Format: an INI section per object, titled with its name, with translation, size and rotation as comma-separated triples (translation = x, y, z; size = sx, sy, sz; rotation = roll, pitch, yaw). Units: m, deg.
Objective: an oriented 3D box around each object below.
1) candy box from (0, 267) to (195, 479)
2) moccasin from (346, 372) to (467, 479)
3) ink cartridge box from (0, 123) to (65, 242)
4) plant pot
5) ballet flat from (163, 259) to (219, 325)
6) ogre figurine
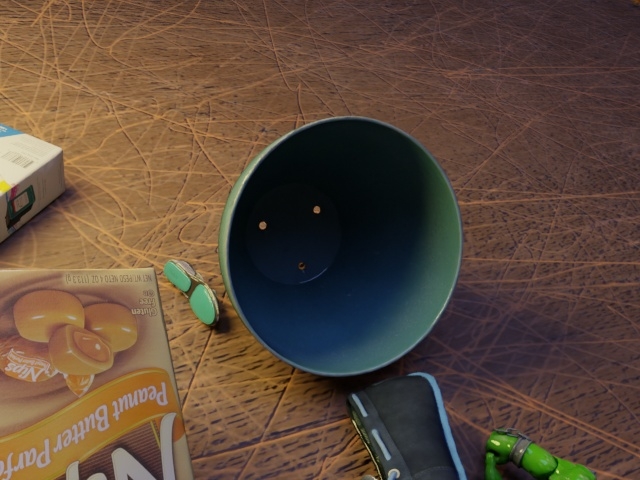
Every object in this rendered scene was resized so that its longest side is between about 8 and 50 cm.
[candy box]
translation = -0.205, 0.182, 0.578
size = 0.183, 0.087, 0.317
rotation = 1, 65, -40
[moccasin]
translation = 0.084, 0.268, 0.685
size = 0.116, 0.138, 0.342
rotation = -7, 24, 1
[ink cartridge box]
translation = -0.456, -0.059, 0.917
size = 0.134, 0.078, 0.231
rotation = 22, 40, 9
[plant pot]
translation = 0.000, 0.000, 0.878
size = 0.290, 0.290, 0.195
rotation = -4, 7, -21
[ballet flat]
translation = -0.154, 0.063, 0.905
size = 0.041, 0.041, 0.114
rotation = -22, 53, -37
[ogre figurine]
translation = 0.224, 0.285, 0.725
size = 0.118, 0.097, 0.197
rotation = 3, 22, 13
